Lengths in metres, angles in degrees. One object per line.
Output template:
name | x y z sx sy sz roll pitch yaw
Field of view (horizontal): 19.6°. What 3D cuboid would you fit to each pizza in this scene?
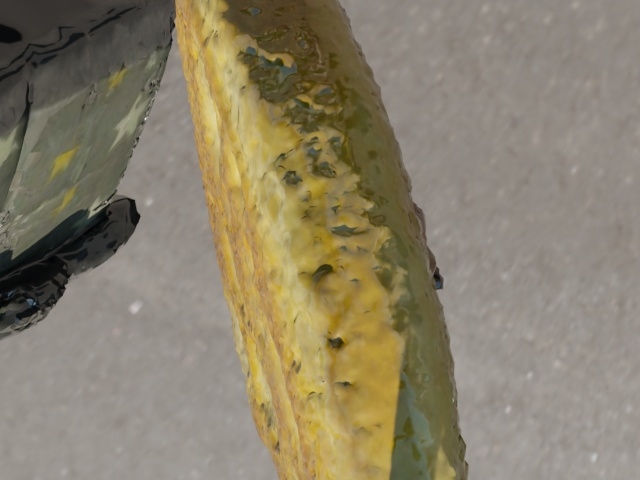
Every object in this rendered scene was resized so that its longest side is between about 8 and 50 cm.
pizza | 0.004 0.001 0.760 0.087 0.268 0.258 -14 113 -6

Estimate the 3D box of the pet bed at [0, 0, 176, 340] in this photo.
pet bed | -0.172 -0.024 0.581 0.183 0.211 0.159 28 124 12
